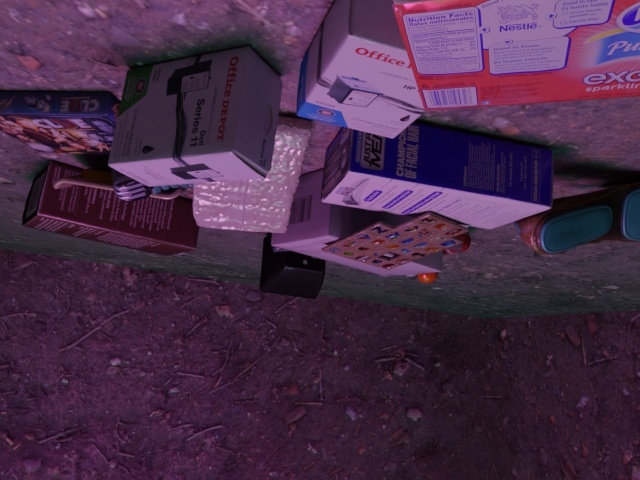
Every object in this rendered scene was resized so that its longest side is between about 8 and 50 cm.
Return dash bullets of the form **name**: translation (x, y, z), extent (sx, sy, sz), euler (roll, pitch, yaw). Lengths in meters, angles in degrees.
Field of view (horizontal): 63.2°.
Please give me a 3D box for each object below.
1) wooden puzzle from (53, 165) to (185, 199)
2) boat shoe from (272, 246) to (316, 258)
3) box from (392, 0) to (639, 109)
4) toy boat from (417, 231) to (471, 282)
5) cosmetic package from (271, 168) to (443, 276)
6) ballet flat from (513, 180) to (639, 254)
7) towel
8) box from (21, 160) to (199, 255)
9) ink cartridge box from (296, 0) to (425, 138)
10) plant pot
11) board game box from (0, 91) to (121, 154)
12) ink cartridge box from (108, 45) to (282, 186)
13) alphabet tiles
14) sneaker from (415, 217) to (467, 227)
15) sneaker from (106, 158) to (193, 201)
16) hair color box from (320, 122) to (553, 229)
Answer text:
- **wooden puzzle**: translation (-0.403, -0.126, 1.097), extent (0.239, 0.044, 0.221), euler (4, -170, -9)
- **boat shoe**: translation (0.000, 0.000, 1.416), extent (0.302, 0.102, 0.108), euler (1, 177, 23)
- **box**: translation (0.214, -0.199, 0.370), extent (0.300, 0.142, 0.154), euler (1, 166, 21)
- **toy boat**: translation (0.281, 0.038, 1.373), extent (0.151, 0.151, 0.231), euler (12, 166, -25)
- **cosmetic package**: translation (0.094, -0.025, 1.175), extent (0.366, 0.155, 0.197), euler (16, 163, -40)
- **ballet flat**: translation (0.503, -0.049, 0.934), extent (0.343, 0.116, 0.124), euler (-12, -158, -10)
- **towel**: translation (-0.128, -0.113, 0.911), extent (0.187, 0.049, 0.282), euler (4, 143, -13)
- **box**: translation (-0.519, -0.067, 1.323), extent (0.382, 0.143, 0.191), euler (18, 162, -37)
- **ink cartridge box**: translation (0.065, -0.198, 0.589), extent (0.140, 0.082, 0.191), euler (10, 168, -15)
- **plant pot**: translation (-0.069, 0.059, 1.599), extent (0.188, 0.187, 0.167), euler (11, 155, -18)
- **board game box**: translation (-0.433, -0.199, 0.901), extent (0.244, 0.042, 0.165), euler (3, 167, 11)
- **ink cartridge box**: translation (-0.168, -0.161, 0.703), extent (0.209, 0.152, 0.087), euler (-1, 164, 25)
- **alphabet tiles**: translation (0.153, 0.003, 1.007), extent (0.198, 0.009, 0.237), euler (17, 150, -38)
- **sneaker**: translation (0.277, -0.066, 1.129), extent (0.094, 0.080, 0.212), euler (-18, 162, 35)
- **sneaker**: translation (-0.288, -0.150, 0.994), extent (0.224, 0.098, 0.083), euler (-16, 150, -25)
- **hair color box**: translation (0.187, -0.107, 0.879), extent (0.339, 0.110, 0.185), euler (7, 169, -12)
